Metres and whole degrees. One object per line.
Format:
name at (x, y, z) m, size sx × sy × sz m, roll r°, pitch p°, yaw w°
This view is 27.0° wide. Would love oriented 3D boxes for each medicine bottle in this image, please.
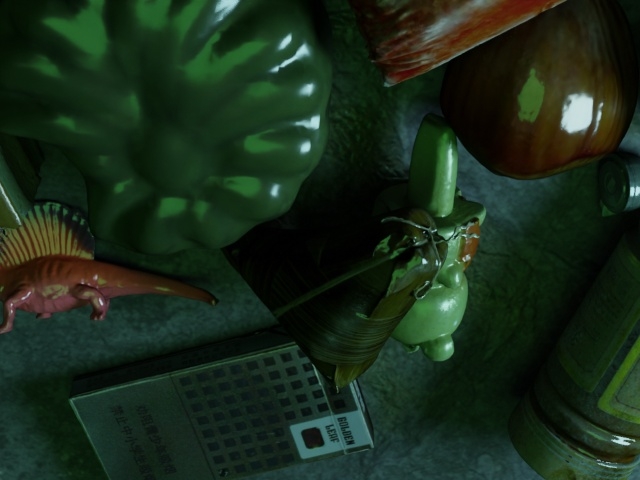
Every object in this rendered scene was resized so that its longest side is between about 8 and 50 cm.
medicine bottle at (0.346, 0.122, 1.483) m, size 0.151 × 0.151 × 0.322 m, roll 19°, pitch 119°, yaw -13°

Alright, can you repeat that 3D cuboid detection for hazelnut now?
hazelnut at (0.210, -0.156, 1.305) m, size 0.210 × 0.210 × 0.186 m, roll 44°, pitch 143°, yaw -24°

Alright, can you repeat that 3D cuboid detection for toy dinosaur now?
toy dinosaur at (-0.261, 0.019, 1.471) m, size 0.286 × 0.070 × 0.139 m, roll -6°, pitch 99°, yaw 0°

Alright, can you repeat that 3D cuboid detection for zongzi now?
zongzi at (0.000, 0.000, 1.361) m, size 0.241 × 0.111 × 0.247 m, roll 44°, pitch 136°, yaw 9°

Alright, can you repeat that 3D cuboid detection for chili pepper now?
chili pepper at (0.138, -0.303, 1.163) m, size 0.305 × 0.251 × 0.229 m, roll -26°, pitch 151°, yaw 19°

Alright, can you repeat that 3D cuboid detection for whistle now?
whistle at (0.112, 0.001, 1.426) m, size 0.106 × 0.131 × 0.288 m, roll -12°, pitch 123°, yaw -30°

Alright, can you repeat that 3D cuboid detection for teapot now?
teapot at (0.332, -0.057, 1.432) m, size 0.057 × 0.066 × 0.088 m, roll -7°, pitch 146°, yaw -17°

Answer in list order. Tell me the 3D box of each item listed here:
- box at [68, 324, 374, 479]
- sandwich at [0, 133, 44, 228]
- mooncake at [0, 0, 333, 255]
box at (-0.113, 0.205, 1.583) m, size 0.325 × 0.047 × 0.180 m, roll -14°, pitch 121°, yaw 7°
sandwich at (-0.362, -0.104, 1.327) m, size 0.198 × 0.155 × 0.227 m, roll 30°, pitch 116°, yaw -21°
mooncake at (-0.145, -0.159, 1.282) m, size 0.351 × 0.187 × 0.351 m, roll 0°, pitch 119°, yaw 0°
